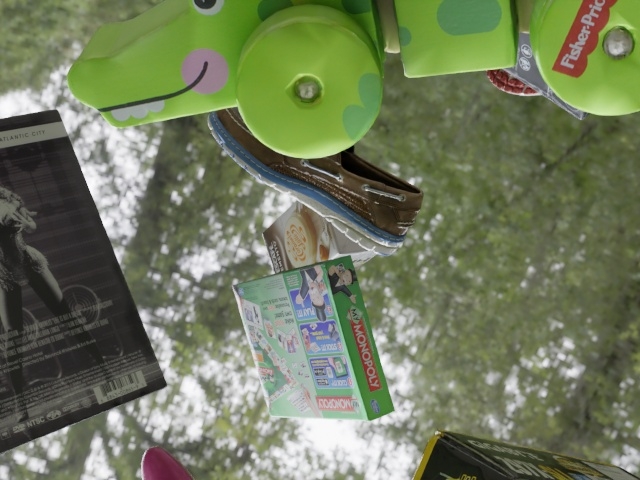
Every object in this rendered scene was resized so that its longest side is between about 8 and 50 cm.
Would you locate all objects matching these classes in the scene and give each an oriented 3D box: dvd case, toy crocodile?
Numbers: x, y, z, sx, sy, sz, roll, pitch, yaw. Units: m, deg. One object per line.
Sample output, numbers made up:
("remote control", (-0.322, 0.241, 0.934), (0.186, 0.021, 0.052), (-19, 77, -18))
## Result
("dvd case", (-0.212, 0.024, 0.742), (0.164, 0.018, 0.221), (-18, -96, -43))
("toy crocodile", (0.051, -0.113, 0.485), (0.340, 0.105, 0.115), (-8, -153, 10))

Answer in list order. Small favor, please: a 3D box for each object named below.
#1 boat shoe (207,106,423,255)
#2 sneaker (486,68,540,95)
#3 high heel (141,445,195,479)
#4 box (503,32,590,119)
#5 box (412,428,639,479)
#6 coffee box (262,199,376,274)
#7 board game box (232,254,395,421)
("boat shoe", (-0.001, -0.066, 0.858), (0.183, 0.066, 0.066), (33, -157, -5))
("sneaker", (0.286, -0.267, 1.579), (0.092, 0.088, 0.225), (11, -158, -24))
("high heel", (-0.131, 0.304, 0.925), (0.117, 0.082, 0.244), (-19, -93, -32))
("box", (0.295, -0.293, 1.217), (0.142, 0.247, 0.163), (-33, -125, -25))
("box", (0.118, 0.310, 0.780), (0.079, 0.322, 0.257), (24, -177, 43))
("coffee box", (0.000, 0.000, 1.970), (0.098, 0.246, 0.141), (-8, -108, -30))
("board game box", (-0.019, 0.145, 1.536), (0.046, 0.214, 0.317), (-17, -179, -28))
